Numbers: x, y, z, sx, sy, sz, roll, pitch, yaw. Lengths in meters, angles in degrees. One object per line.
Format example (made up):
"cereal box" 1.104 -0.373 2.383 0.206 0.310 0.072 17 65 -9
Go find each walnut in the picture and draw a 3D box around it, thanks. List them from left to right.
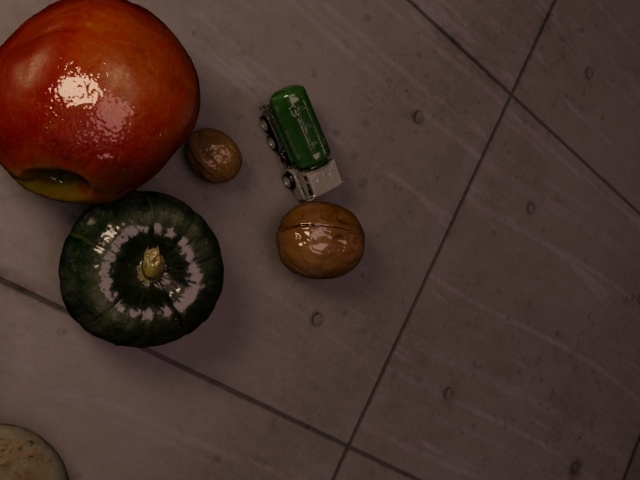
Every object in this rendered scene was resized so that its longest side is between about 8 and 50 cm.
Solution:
"walnut" -0.215 -0.171 1.395 0.105 0.105 0.124 -42 100 -21
"walnut" 0.000 0.000 1.490 0.207 0.167 0.167 9 88 -32

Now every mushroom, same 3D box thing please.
"mushroom" -0.565 0.442 1.182 0.244 0.243 0.243 -2 93 -30

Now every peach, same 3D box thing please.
"peach" -0.383 -0.243 1.185 0.372 0.373 0.290 -61 147 -13

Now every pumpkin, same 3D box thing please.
"pumpkin" -0.320 0.055 1.281 0.300 0.207 0.300 0 91 -30

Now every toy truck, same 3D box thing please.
"toy truck" -0.039 -0.207 1.476 0.101 0.125 0.242 -30 108 -26
